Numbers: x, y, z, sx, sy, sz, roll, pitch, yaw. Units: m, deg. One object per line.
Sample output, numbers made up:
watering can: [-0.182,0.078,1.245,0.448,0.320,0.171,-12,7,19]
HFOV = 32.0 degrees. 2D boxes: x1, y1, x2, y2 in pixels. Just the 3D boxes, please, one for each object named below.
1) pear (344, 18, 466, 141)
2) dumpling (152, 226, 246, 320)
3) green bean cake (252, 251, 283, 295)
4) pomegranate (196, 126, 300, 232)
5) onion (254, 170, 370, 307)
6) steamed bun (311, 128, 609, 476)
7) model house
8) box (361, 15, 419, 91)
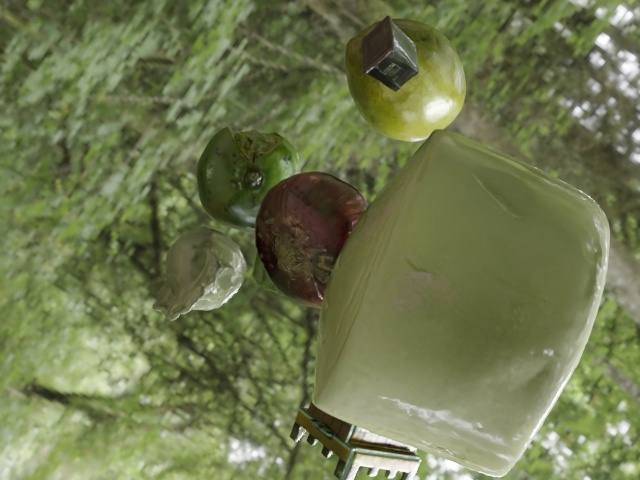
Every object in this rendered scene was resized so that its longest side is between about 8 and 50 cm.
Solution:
pear: [0.182,-0.353,2.439,0.252,0.307,0.253,-21,-132,26]
dumpling: [-0.231,0.067,2.055,0.193,0.147,0.258,-41,-162,11]
green bean cake: [-0.023,0.068,2.419,0.200,0.214,0.113,16,-82,41]
pomegranate: [-0.165,-0.143,2.440,0.236,0.236,0.302,-56,-159,5]
onion: [0.000,0.000,1.937,0.190,0.246,0.246,-13,157,-41]
steamed bun: [0.207,0.080,1.608,0.290,0.371,0.456,140,-27,-75]
model house: [0.094,0.318,2.062,0.198,0.224,0.215,33,-78,50]
box: [0.098,-0.258,1.558,0.060,0.063,0.085,-41,-147,31]
